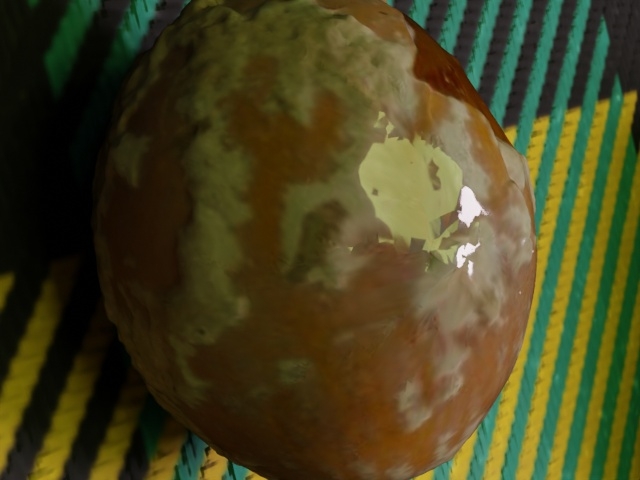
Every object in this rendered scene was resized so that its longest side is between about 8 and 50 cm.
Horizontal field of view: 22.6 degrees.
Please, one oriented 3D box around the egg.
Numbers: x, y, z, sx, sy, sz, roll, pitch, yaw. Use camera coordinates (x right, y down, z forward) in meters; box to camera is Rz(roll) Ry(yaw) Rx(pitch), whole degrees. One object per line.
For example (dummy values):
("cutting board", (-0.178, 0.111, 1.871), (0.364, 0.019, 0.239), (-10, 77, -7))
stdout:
("egg", (0.000, 0.000, 0.690), (0.195, 0.195, 0.233), (-35, 105, -48))
